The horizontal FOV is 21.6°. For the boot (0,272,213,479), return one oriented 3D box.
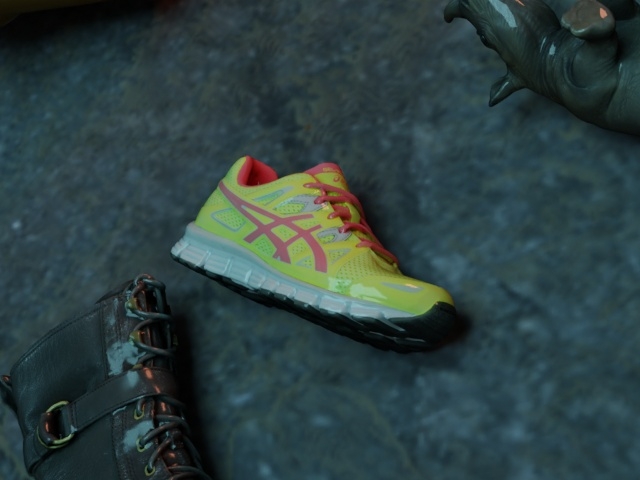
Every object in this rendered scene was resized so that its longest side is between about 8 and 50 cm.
[{"bbox_3d":[-0.095,0.124,1.002,0.263,0.091,0.229,-25,60,28],"label":"boot"}]

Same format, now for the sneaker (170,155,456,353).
[{"bbox_3d":[0.000,0.000,0.992,0.208,0.081,0.094,21,82,39],"label":"sneaker"}]

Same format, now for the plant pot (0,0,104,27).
[{"bbox_3d":[-0.196,-0.241,1.165,0.188,0.205,0.205,8,76,21],"label":"plant pot"}]

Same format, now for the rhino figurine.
[{"bbox_3d":[0.162,-0.098,0.904,0.243,0.106,0.073,17,61,38],"label":"rhino figurine"}]
